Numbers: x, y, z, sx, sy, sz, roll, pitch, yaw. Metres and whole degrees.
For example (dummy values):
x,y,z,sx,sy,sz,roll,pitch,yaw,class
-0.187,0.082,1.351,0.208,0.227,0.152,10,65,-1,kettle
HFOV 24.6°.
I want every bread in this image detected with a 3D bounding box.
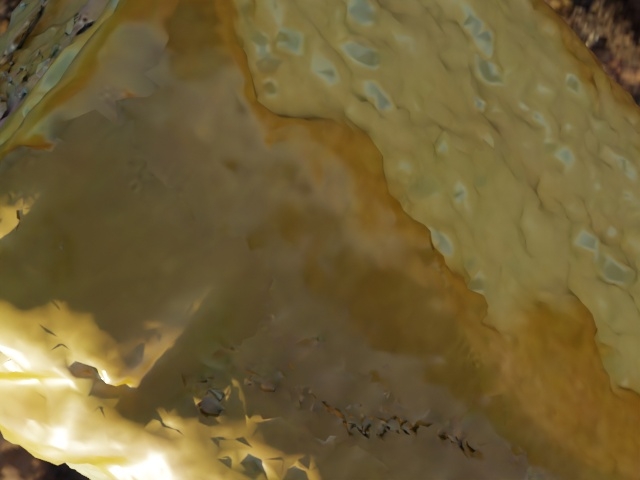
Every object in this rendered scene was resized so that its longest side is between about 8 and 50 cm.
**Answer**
x,y,z,sx,sy,sz,roll,pitch,yaw,class
0.044,0.046,0.518,0.375,0.236,0.165,40,144,-23,bread
